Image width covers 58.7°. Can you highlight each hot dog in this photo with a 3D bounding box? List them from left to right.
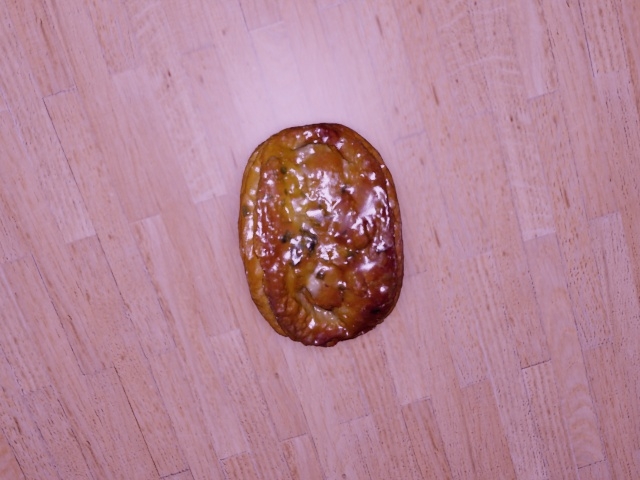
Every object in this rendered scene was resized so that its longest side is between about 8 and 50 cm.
[{"bbox_3d":[0.000,0.000,0.963,0.266,0.174,0.388,-7,101,-3],"label":"hot dog"}]
